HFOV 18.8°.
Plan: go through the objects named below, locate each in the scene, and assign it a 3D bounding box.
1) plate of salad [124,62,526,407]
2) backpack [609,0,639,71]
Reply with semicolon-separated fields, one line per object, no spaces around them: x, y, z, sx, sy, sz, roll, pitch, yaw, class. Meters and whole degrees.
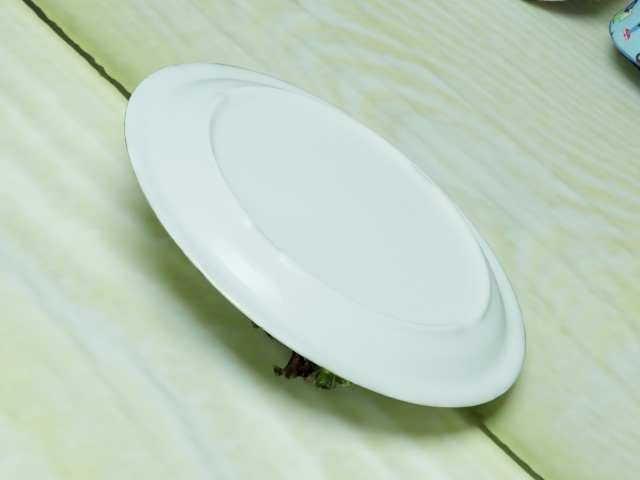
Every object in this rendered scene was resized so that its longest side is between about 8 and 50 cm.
0.000;0.000;0.813;0.200;0.048;0.200;29;30;-18;plate of salad
0.263;-0.113;1.109;0.173;0.117;0.158;42;34;27;backpack
